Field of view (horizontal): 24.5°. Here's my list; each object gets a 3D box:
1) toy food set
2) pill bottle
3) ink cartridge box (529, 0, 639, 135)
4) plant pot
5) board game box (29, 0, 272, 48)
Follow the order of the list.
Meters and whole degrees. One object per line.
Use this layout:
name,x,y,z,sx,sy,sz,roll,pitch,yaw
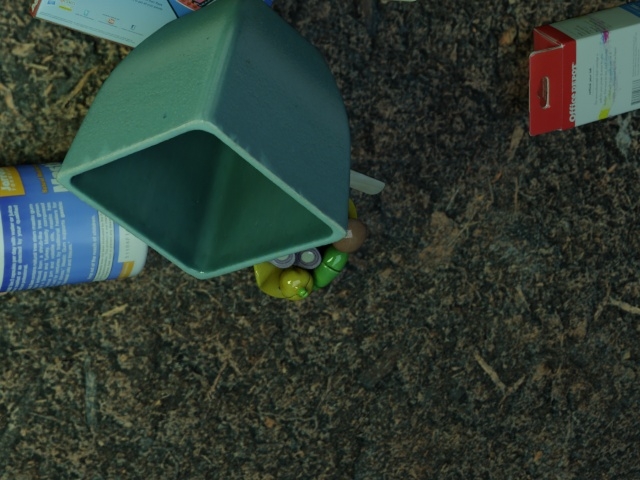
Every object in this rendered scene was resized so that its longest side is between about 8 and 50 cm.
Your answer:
toy food set,0.000,0.000,2.014,0.128,0.071,0.218,28,102,-35
pill bottle,-0.356,-0.016,1.777,0.272,0.152,0.152,-6,119,-24
ink cartridge box,0.375,-0.241,2.061,0.231,0.078,0.134,-16,122,-18
plant pot,-0.111,-0.140,1.720,0.247,0.252,0.247,-16,139,39
board game box,-0.195,-0.298,1.777,0.281,0.027,0.145,15,111,-32
